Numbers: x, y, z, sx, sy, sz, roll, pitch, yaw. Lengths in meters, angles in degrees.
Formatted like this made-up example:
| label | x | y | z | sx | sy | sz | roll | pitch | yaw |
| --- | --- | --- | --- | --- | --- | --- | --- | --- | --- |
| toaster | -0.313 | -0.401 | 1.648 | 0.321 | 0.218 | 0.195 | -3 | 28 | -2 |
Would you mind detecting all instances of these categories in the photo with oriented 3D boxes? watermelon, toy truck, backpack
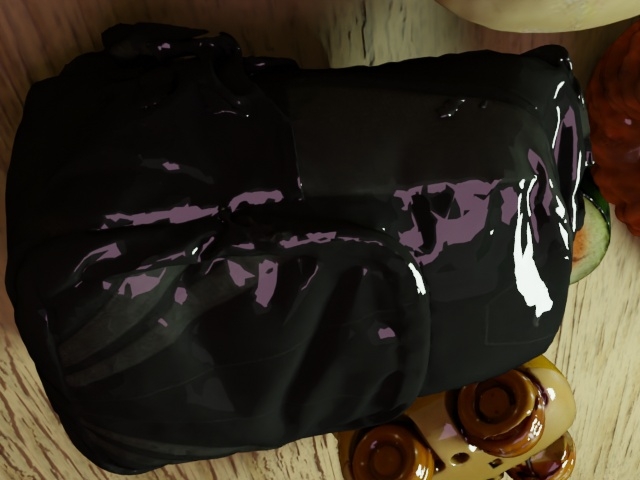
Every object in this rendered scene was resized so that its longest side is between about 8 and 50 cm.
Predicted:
| label | x | y | z | sx | sy | sz | roll | pitch | yaw |
| --- | --- | --- | --- | --- | --- | --- | --- | --- | --- |
| watermelon | 0.252 | -0.019 | 0.954 | 0.119 | 0.063 | 0.245 | -13 | 146 | 10 |
| toy truck | 0.130 | 0.197 | 0.986 | 0.288 | 0.212 | 0.204 | -32 | 140 | 10 |
| backpack | 0.000 | 0.000 | 0.687 | 0.445 | 0.255 | 0.363 | -6 | 135 | -4 |

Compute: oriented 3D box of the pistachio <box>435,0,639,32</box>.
| label | x | y | z | sx | sy | sz | roll | pitch | yaw |
| --- | --- | --- | --- | --- | --- | --- | --- | --- | --- |
| pistachio | 0.189 | -0.267 | 0.538 | 0.321 | 0.229 | 0.238 | -30 | 98 | 21 |

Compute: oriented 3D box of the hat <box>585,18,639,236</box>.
| label | x | y | z | sx | sy | sz | roll | pitch | yaw |
| --- | --- | --- | --- | --- | --- | --- | --- | --- | --- |
| hat | 0.446 | -0.148 | 0.816 | 0.400 | 0.285 | 0.285 | -37 | 142 | -20 |
